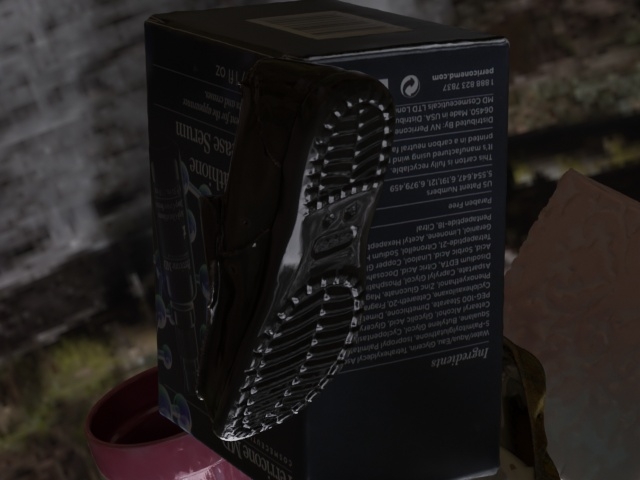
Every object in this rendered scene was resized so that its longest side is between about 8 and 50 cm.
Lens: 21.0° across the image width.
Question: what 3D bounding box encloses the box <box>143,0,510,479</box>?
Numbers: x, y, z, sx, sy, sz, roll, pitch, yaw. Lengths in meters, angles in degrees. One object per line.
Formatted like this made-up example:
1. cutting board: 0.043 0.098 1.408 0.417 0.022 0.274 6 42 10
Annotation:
1. box: 0.000 0.000 1.548 0.212 0.395 0.293 -10 -162 -29

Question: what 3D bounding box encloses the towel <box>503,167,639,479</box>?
1. towel: 0.338 0.121 2.046 0.317 0.053 0.332 34 -84 37

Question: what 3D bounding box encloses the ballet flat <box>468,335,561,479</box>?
1. ballet flat: 0.186 0.227 1.821 0.123 0.123 0.348 -13 -142 13

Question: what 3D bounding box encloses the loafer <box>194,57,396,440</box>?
1. loafer: -0.022 0.002 0.873 0.080 0.220 0.078 -12 -141 -43

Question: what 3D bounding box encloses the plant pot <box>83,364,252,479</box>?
1. plant pot: -0.147 0.255 1.953 0.201 0.180 0.201 -15 -159 6
